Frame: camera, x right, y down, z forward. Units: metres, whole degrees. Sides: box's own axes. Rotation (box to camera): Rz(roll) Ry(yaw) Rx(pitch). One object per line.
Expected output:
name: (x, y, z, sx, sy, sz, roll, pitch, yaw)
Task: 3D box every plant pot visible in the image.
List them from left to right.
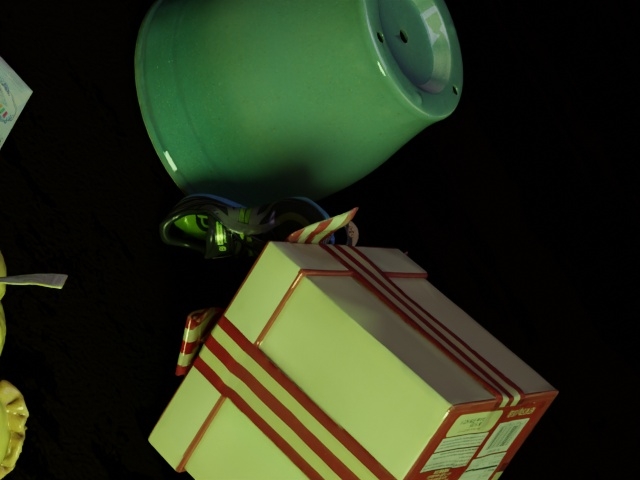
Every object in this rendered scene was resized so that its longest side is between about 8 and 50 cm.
plant pot: (-0.005, -0.172, 1.468, 0.272, 0.255, 0.271, 28, 54, -47)

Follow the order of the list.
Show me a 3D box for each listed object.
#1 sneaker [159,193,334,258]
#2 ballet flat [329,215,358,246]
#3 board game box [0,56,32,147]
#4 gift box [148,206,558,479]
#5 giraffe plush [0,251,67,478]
sneaker: (-0.071, -0.005, 1.360, 0.078, 0.188, 0.067, -38, 127, -53)
ballet flat: (0.000, 0.000, 1.588, 0.173, 0.049, 0.057, -10, 80, -59)
board game box: (-0.297, -0.131, 1.232, 0.090, 0.020, 0.090, 50, 35, -27)
gift box: (0.036, 0.130, 1.296, 0.258, 0.276, 0.255, 40, 14, 27)
giraffe plush: (-0.272, 0.098, 1.003, 0.181, 0.210, 0.170, -39, 133, -62)
